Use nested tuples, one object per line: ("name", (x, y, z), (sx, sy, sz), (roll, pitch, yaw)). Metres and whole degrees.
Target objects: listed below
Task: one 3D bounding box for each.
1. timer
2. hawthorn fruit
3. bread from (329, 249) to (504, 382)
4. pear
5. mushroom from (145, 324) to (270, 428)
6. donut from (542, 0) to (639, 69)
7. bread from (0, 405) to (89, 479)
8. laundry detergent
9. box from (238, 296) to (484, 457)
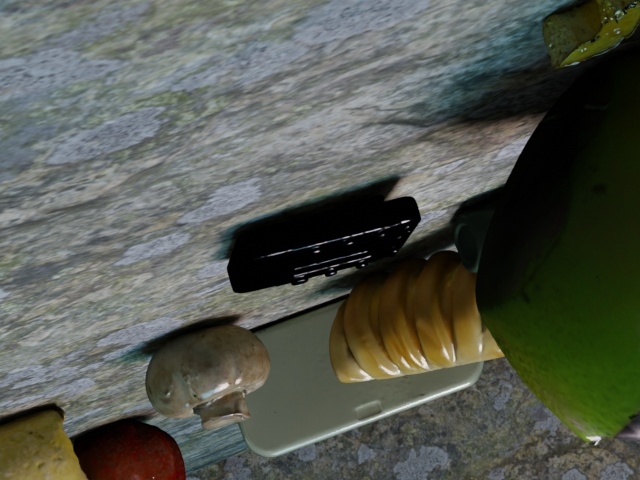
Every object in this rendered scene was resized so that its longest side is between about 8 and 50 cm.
("timer", (0.000, 0.000, 1.495), (0.187, 0.055, 0.144), (-14, 166, -13))
("hawthorn fruit", (-0.328, 0.423, 2.469), (0.215, 0.250, 0.215), (3, 179, 0))
("bread", (0.159, 0.082, 1.877), (0.311, 0.121, 0.173), (-16, -155, 30))
("pear", (0.266, -0.029, 1.295), (0.165, 0.399, 0.399), (28, 156, -8))
("mushroom", (-0.144, 0.178, 1.884), (0.166, 0.127, 0.166), (-19, 162, -7))
("donut", (0.204, -0.167, 1.096), (0.067, 0.038, 0.083), (-17, 164, -4))
("bread", (-0.410, 0.334, 2.034), (0.170, 0.197, 0.197), (-24, 170, -18))
("laundry detergent", (0.275, -0.030, 1.755), (0.221, 0.078, 0.144), (-18, 170, -8))
("box", (0.046, 0.191, 2.176), (0.351, 0.177, 0.344), (-21, 172, -2))
